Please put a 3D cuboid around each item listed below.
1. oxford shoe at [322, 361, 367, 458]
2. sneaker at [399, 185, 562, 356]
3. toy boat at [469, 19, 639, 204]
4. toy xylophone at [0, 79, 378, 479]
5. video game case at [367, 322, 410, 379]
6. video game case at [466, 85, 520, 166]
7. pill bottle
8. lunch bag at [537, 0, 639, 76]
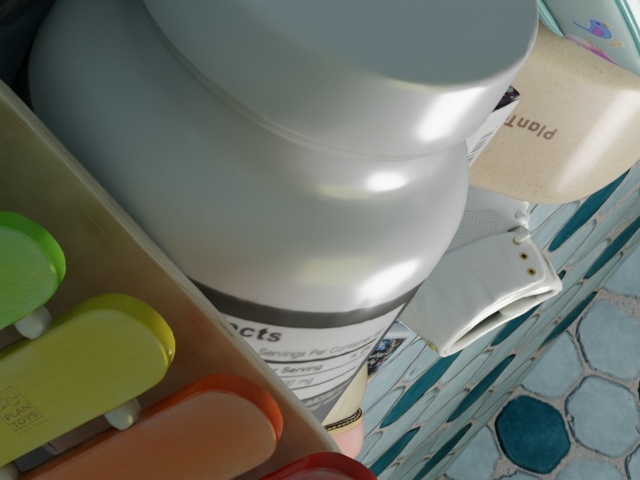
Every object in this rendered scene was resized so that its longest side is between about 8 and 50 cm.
[{"bbox_3d":[-0.092,0.114,1.386,0.397,0.140,0.147,-10,112,-61],"label":"oxford shoe"},{"bbox_3d":[0.163,-0.025,1.575,0.292,0.169,0.108,-43,165,-14],"label":"sneaker"},{"bbox_3d":[0.126,-0.125,1.231,0.231,0.151,0.151,16,129,-26],"label":"toy boat"},{"bbox_3d":[-0.130,0.069,0.739,0.236,0.322,0.081,-38,-161,35],"label":"toy xylophone"},{"bbox_3d":[0.015,0.159,1.996,0.173,0.022,0.190,-47,166,10],"label":"video game case"},{"bbox_3d":[0.000,0.000,1.109,0.210,0.042,0.232,-24,155,-50],"label":"video game case"},{"bbox_3d":[-0.058,-0.010,0.849,0.210,0.210,0.363,-31,160,-47],"label":"pill bottle"},{"bbox_3d":[0.217,-0.253,1.055,0.279,0.108,0.224,-56,147,-6],"label":"lunch bag"}]
